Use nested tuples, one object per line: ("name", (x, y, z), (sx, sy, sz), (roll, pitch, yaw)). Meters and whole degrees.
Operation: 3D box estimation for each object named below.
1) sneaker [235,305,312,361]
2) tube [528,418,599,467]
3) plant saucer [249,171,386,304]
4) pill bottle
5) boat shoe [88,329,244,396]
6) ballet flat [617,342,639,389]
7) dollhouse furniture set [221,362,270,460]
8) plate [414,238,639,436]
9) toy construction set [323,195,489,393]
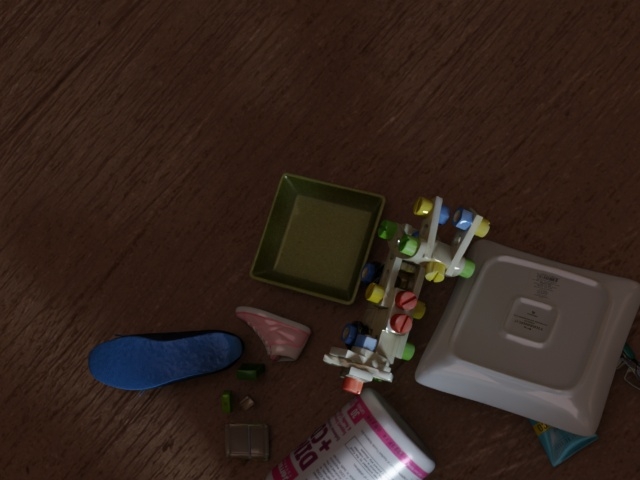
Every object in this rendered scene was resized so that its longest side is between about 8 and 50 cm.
("sneaker", (-0.086, 0.155, 1.992), (0.134, 0.051, 0.070), (18, 76, 16))
("tube", (0.327, 0.232, 1.853), (0.080, 0.052, 0.207), (-36, 73, 11))
("plant saucer", (0.000, 0.000, 2.011), (0.188, 0.045, 0.188), (14, 80, 20))
("pill bottle", (0.019, 0.369, 1.845), (0.283, 0.160, 0.160), (-42, 68, 3))
("boat shoe", (-0.248, 0.200, 2.015), (0.258, 0.089, 0.109), (-1, 88, 11))
("ballet flat", (0.459, 0.186, 1.828), (0.041, 0.041, 0.114), (-41, 67, 3))
("dollhouse furniture set", (-0.117, 0.278, 1.985), (0.076, 0.058, 0.152), (-1, 95, 9))
("plate", (0.313, 0.128, 1.833), (0.277, 0.045, 0.278), (16, 59, 20))
("toy construction set", (0.120, 0.095, 1.855), (0.151, 0.215, 0.328), (36, 74, -18))
